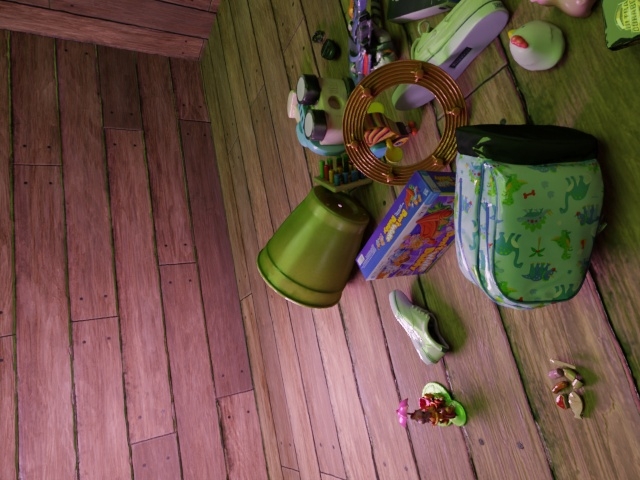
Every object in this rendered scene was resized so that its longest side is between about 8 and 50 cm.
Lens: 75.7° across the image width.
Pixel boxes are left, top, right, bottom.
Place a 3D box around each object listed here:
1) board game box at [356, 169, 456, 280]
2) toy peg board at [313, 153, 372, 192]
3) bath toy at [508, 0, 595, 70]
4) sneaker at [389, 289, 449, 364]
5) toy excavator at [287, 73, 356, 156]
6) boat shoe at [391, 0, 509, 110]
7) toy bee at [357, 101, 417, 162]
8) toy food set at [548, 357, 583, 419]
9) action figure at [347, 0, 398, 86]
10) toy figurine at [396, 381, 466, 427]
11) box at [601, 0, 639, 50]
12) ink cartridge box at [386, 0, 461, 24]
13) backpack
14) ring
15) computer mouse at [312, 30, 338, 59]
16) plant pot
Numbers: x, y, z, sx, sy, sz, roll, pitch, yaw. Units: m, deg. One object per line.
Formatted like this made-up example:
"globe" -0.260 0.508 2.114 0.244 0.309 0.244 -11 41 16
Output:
"board game box" 0.275 -0.033 1.121 0.078 0.233 0.347 65 144 33
"toy peg board" 0.077 -0.251 1.494 0.160 0.161 0.079 38 140 52
"bath toy" 0.486 -0.519 0.811 0.151 0.128 0.348 59 141 38
"sneaker" 0.306 0.247 1.262 0.091 0.094 0.258 -48 55 28
"toy excavator" -0.026 -0.495 1.642 0.445 0.222 0.433 138 124 -64
"boat shoe" 0.310 -0.519 1.106 0.367 0.135 0.157 -42 58 50
"toy bee" 0.206 -0.336 1.267 0.162 0.298 0.195 -25 96 19
"toy food set" 0.544 0.324 0.913 0.078 0.019 0.122 8 108 60
"action figure" 0.162 -0.676 1.305 0.341 0.178 0.331 88 163 -74
"toy figurine" 0.305 0.505 1.202 0.173 0.159 0.130 5 98 59
"box" 0.577 -0.480 0.600 0.293 0.073 0.296 -5 100 46
"ink cartridge box" 0.316 -0.724 1.147 0.332 0.065 0.166 25 114 56
"backpack" 0.412 -0.038 0.846 0.273 0.289 0.356 -109 22 -60
"ring" 0.226 -0.305 1.110 0.032 0.336 0.337 -80 3 -63
"computer mouse" 0.020 -0.797 1.680 0.071 0.041 0.242 -59 37 32
"plant pot" 0.000 0.000 1.537 0.353 0.366 0.367 -60 43 26
